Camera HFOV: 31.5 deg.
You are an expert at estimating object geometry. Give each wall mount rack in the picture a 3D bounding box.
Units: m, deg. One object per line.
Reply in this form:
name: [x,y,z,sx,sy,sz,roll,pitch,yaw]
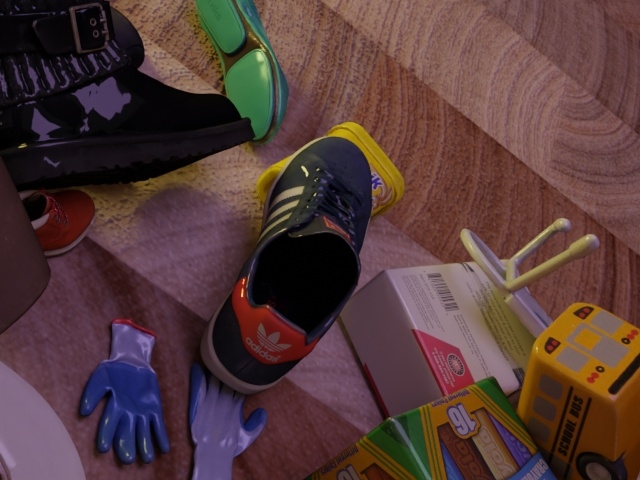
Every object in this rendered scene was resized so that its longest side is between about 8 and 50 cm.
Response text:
wall mount rack: [0.309,0.095,1.264,0.350,0.130,0.304,49,11,0]

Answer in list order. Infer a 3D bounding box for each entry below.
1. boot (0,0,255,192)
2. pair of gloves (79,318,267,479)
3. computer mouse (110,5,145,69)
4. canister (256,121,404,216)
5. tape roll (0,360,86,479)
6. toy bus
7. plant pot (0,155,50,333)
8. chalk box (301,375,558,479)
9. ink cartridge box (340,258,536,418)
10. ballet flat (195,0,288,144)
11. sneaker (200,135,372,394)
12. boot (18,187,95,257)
boot: [-0.219,-0.194,1.167,0.348,0.131,0.260,-12,88,-53]
pair of gloves: [-0.138,0.163,1.110,0.198,0.023,0.159,24,45,-25]
computer mouse: [-0.263,-0.187,1.265,0.184,0.060,0.262,53,40,9]
canister: [0.013,-0.065,1.399,0.126,0.073,0.170,51,41,4]
tape roll: [-0.309,0.210,0.801,0.246,0.169,0.246,24,43,-25]
toy bus: [0.271,0.231,1.200,0.130,0.332,0.108,30,49,27]
plant pot: [-0.350,-0.014,0.927,0.229,0.263,0.263,57,36,-18]
chalk box: [0.141,0.312,1.107,0.179,0.180,0.289,-10,64,-46]
ink cartridge box: [0.162,0.121,1.348,0.237,0.100,0.172,-3,60,-44]
ballet flat: [-0.084,-0.227,1.447,0.087,0.083,0.247,11,51,-54]
sneaker: [0.000,0.000,1.198,0.131,0.148,0.350,32,51,-13]
boot: [-0.266,-0.023,1.105,0.059,0.084,0.158,49,38,6]
